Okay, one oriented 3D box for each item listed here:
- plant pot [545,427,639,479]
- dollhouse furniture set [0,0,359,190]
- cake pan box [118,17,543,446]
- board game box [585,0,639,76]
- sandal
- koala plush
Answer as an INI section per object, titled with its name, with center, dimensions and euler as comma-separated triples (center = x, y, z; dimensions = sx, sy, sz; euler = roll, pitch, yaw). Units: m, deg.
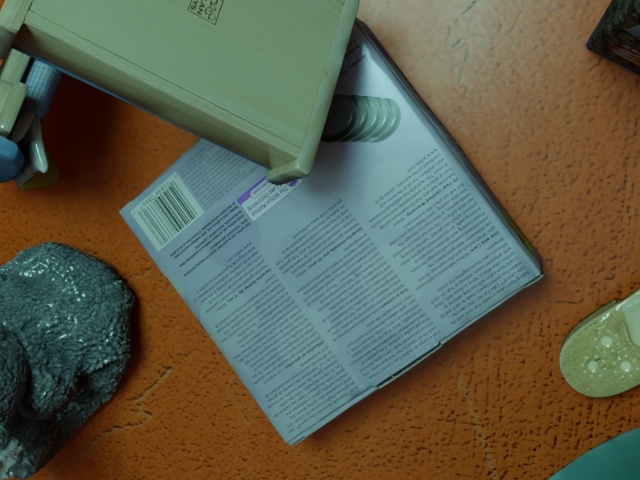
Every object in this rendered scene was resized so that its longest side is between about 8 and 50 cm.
[plant pot]
center = 0.191, 0.304, 0.459
dimensions = 0.293, 0.293, 0.235
euler = -46, 76, 17
[dollhouse furniture set]
center = -0.136, -0.169, 0.582
dimensions = 0.198, 0.303, 0.286
euler = 24, 72, -28
[cake pan box]
center = 0.000, 0.000, 0.602
dimensions = 0.267, 0.070, 0.246
euler = -39, 85, 17
[board game box]
center = 0.273, -0.182, 0.378
dimensions = 0.141, 0.291, 0.232
euler = 30, 105, 7
[sandal]
center = 0.268, 0.038, 0.518
dimensions = 0.088, 0.079, 0.240
euler = 47, 111, 6
[koala plush]
center = -0.280, 0.103, 0.614
dimensions = 0.203, 0.221, 0.196
euler = -37, 88, 17
